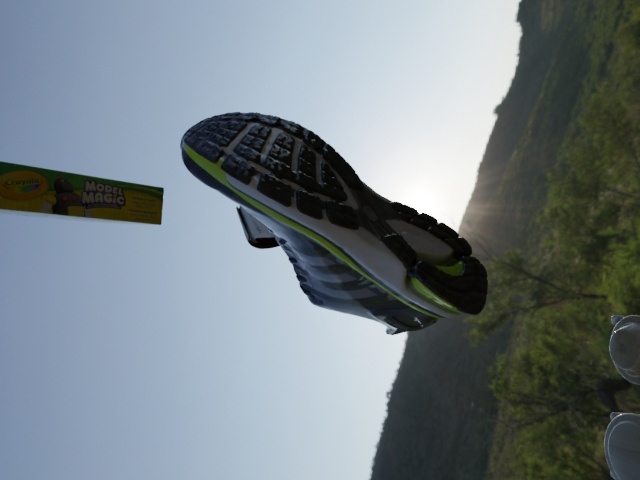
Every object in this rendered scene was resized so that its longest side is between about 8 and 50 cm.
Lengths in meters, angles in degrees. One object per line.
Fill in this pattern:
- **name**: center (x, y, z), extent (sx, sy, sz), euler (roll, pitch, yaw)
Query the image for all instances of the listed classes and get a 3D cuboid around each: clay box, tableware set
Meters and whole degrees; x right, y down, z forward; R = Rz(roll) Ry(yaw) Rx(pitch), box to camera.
- **clay box**: center (-0.311, -0.052, 0.573), extent (0.222, 0.127, 0.053), euler (7, -93, -51)
- **tableware set**: center (0.259, 0.117, 0.364), extent (0.141, 0.020, 0.168), euler (135, 139, -74)

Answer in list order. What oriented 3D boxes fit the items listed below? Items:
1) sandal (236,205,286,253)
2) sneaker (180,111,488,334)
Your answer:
- **sandal**: center (-0.063, -0.004, 0.712), extent (0.076, 0.265, 0.102), euler (-46, -29, 22)
- **sneaker**: center (0.000, 0.000, 0.458), extent (0.121, 0.300, 0.111), euler (-49, 10, 41)
